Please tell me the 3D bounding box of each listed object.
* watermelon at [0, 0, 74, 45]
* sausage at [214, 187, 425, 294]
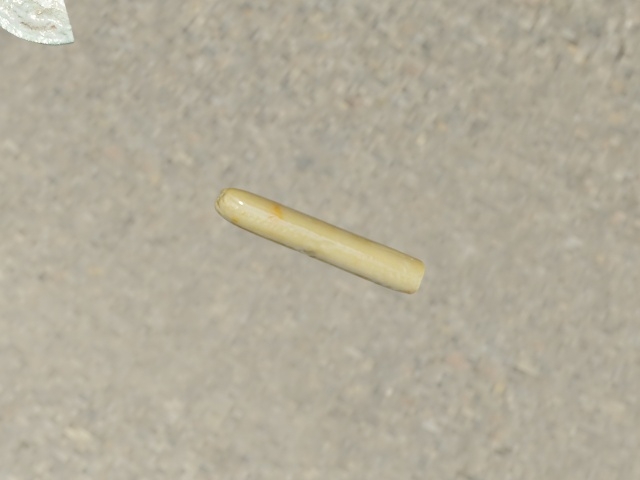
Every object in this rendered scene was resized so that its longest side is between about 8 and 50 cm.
[{"bbox_3d":[-0.201,-0.176,1.364,0.085,0.085,0.061,26,117,5],"label":"watermelon"},{"bbox_3d":[0.000,0.000,1.101,0.132,0.024,0.024,21,135,-19],"label":"sausage"}]
